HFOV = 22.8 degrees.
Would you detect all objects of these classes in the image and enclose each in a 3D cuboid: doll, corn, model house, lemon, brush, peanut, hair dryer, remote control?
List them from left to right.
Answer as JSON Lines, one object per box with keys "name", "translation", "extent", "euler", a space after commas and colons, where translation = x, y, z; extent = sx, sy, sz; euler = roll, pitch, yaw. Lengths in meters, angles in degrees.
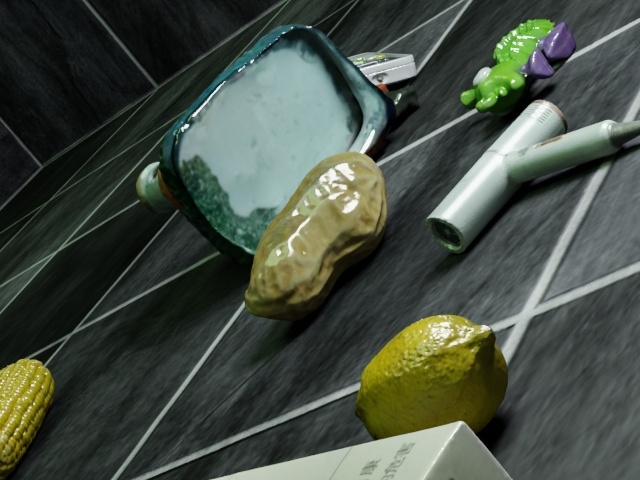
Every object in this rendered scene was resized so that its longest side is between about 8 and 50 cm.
{"name": "corn", "translation": [-0.347, 0.198, 1.741], "extent": [0.080, 0.080, 0.238], "euler": [-35, 12, 19]}
{"name": "model house", "translation": [-0.092, -0.090, 1.806], "extent": [0.253, 0.184, 0.291], "euler": [-50, 12, -22]}
{"name": "peanut", "translation": [0.000, 0.000, 1.452], "extent": [0.194, 0.093, 0.083], "euler": [-57, -14, -28]}
{"name": "brush", "translation": [0.013, -0.142, 1.927], "extent": [0.070, 0.051, 0.323], "euler": [-47, 16, -27]}
{"name": "remote control", "translation": [0.046, -0.216, 2.047], "extent": [0.103, 0.034, 0.250], "euler": [-16, 11, -9]}
{"name": "lemon", "translation": [0.071, 0.089, 0.978], "extent": [0.110, 0.082, 0.082], "euler": [-39, 12, 32]}
{"name": "doll", "translation": [0.192, -0.173, 1.564], "extent": [0.115, 0.050, 0.190], "euler": [-21, 20, 35]}
{"name": "hair dryer", "translation": [0.182, -0.060, 1.253], "extent": [0.155, 0.044, 0.183], "euler": [-48, 19, -24]}

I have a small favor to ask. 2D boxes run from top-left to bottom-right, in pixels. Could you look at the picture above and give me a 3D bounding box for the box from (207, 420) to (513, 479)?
{"name": "box", "translation": [-0.021, 0.199, 0.896], "extent": [0.256, 0.069, 0.164], "euler": [-22, 22, 50]}
